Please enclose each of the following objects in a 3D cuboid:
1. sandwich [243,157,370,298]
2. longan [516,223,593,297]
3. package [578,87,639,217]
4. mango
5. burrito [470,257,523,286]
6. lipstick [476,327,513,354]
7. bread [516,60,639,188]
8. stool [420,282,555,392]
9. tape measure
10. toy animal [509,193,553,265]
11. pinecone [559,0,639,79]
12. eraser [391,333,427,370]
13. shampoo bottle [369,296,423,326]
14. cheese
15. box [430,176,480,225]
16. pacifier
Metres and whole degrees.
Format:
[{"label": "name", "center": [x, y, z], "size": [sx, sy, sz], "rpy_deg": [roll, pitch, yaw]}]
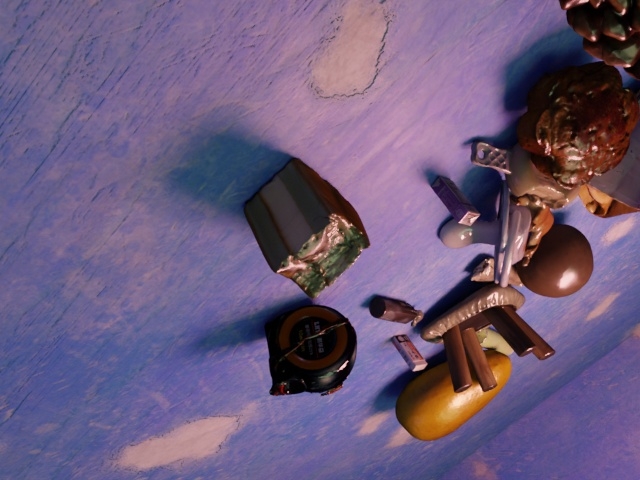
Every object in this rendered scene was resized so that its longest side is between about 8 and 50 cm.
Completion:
[{"label": "sandwich", "center": [0.000, 0.000, 0.993], "size": [0.155, 0.198, 0.227], "rpy_deg": [-42, 141, 13]}, {"label": "longan", "center": [0.685, 0.063, 1.555], "size": [0.196, 0.196, 0.220], "rpy_deg": [18, 109, -45]}, {"label": "package", "center": [0.736, -0.230, 1.283], "size": [0.311, 0.165, 0.221], "rpy_deg": [-54, 176, 1]}, {"label": "mango", "center": [0.469, 0.527, 1.886], "size": [0.445, 0.220, 0.301], "rpy_deg": [-38, 155, 7]}, {"label": "burrito", "center": [0.541, 0.099, 1.603], "size": [0.275, 0.059, 0.082], "rpy_deg": [11, 133, -42]}, {"label": "lipstick", "center": [0.621, 0.363, 1.940], "size": [0.076, 0.076, 0.304], "rpy_deg": [-44, 142, 15]}, {"label": "bread", "center": [0.521, -0.248, 1.085], "size": [0.246, 0.135, 0.232], "rpy_deg": [-37, 113, -6]}, {"label": "stool", "center": [0.514, 0.306, 1.646], "size": [0.310, 0.226, 0.310], "rpy_deg": [-40, 146, 23]}, {"label": "tape measure", "center": [-0.022, 0.257, 1.265], "size": [0.223, 0.202, 0.135], "rpy_deg": [-10, 141, -5]}, {"label": "toy animal", "center": [0.570, -0.076, 1.400], "size": [0.157, 0.097, 0.312], "rpy_deg": [-35, 145, -6]}, {"label": "pinecone", "center": [0.555, -0.444, 0.780], "size": [0.397, 0.398, 0.398], "rpy_deg": [-19, 141, -16]}, {"label": "eraser", "center": [0.268, 0.338, 1.624], "size": [0.052, 0.122, 0.029], "rpy_deg": [-1, 130, -35]}, {"label": "shampoo bottle", "center": [0.217, 0.201, 1.487], "size": [0.207, 0.057, 0.063], "rpy_deg": [18, 121, -45]}, {"label": "cheese", "center": [0.453, -0.164, 1.192], "size": [0.286, 0.163, 0.082], "rpy_deg": [7, 171, -20]}, {"label": "box", "center": [0.293, -0.087, 1.169], "size": [0.050, 0.117, 0.036], "rpy_deg": [7, 132, -43]}, {"label": "pacifier", "center": [0.396, -0.011, 1.310], "size": [0.207, 0.227, 0.279], "rpy_deg": [6, 142, 17]}]
